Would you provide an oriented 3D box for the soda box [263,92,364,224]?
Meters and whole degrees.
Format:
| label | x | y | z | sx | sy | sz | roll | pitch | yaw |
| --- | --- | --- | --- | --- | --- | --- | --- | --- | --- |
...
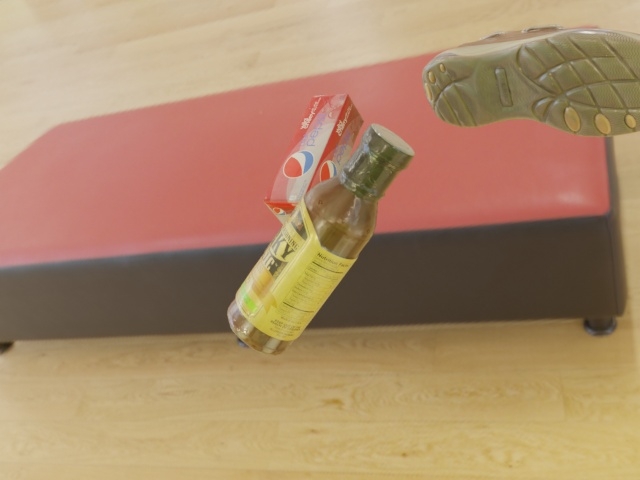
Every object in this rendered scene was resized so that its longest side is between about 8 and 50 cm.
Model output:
| label | x | y | z | sx | sy | sz | roll | pitch | yaw |
| --- | --- | --- | --- | --- | --- | --- | --- | --- | --- |
| soda box | -0.008 | -0.156 | 1.390 | 0.092 | 0.083 | 0.263 | 3 | 60 | 33 |

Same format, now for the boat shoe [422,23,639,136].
| label | x | y | z | sx | sy | sz | roll | pitch | yaw |
| --- | --- | --- | --- | --- | --- | --- | --- | --- | --- |
| boat shoe | 0.273 | -0.199 | 0.834 | 0.324 | 0.123 | 0.116 | 14 | 42 | 41 |

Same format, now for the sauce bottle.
| label | x | y | z | sx | sy | sz | roll | pitch | yaw |
| --- | --- | --- | --- | --- | --- | --- | --- | --- | --- |
| sauce bottle | 0.000 | 0.000 | 0.980 | 0.344 | 0.111 | 0.111 | -55 | 36 | 19 |
